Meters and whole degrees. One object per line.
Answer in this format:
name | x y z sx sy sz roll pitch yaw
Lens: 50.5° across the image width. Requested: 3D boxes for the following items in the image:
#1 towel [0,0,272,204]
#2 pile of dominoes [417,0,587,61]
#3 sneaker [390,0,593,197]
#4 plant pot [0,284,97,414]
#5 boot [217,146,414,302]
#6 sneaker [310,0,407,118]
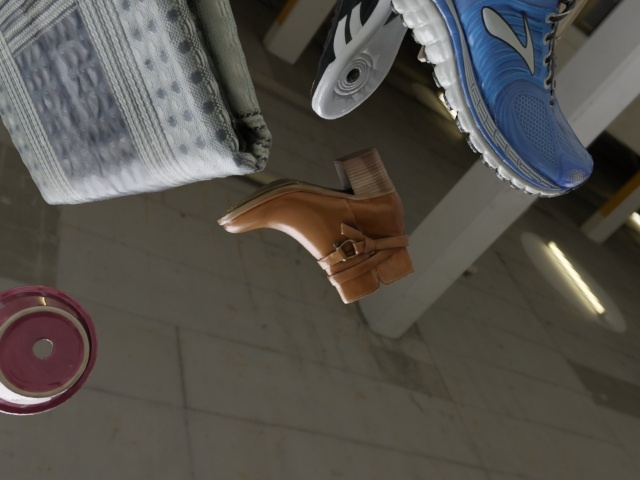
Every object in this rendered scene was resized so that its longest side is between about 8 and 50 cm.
towel | -0.179 -0.185 0.461 0.056 0.312 0.324 -31 -72 -38
pile of dominoes | 0.252 -0.293 0.825 0.040 0.251 0.196 32 -175 -39
sneaker | 0.168 -0.179 0.587 0.330 0.147 0.129 52 -152 -24
plant pot | -0.429 0.164 1.015 0.202 0.180 0.201 4 -98 -28
boot | 0.000 0.000 0.744 0.073 0.197 0.152 -101 -9 -77
sneaker | 0.036 -0.254 0.767 0.079 0.216 0.121 7 -146 -52
